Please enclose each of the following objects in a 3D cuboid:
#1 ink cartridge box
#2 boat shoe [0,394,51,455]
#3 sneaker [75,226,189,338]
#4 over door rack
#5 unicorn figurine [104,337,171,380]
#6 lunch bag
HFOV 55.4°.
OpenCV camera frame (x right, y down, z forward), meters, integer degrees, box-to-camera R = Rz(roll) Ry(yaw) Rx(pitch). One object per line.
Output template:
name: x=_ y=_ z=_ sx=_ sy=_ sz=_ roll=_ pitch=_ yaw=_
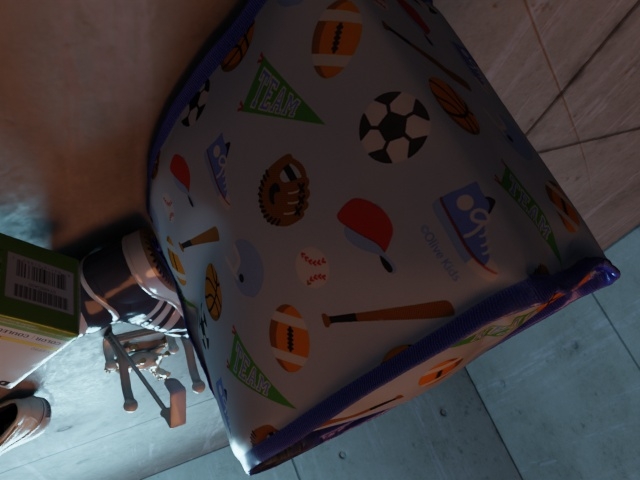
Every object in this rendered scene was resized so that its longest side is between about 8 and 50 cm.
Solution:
ink cartridge box: x=-0.395 y=0.091 z=0.608 sx=0.255 sy=0.097 sz=0.189 roll=-35 pitch=141 yaw=24
boat shoe: x=-0.603 y=0.356 z=1.062 sx=0.267 sy=0.096 sz=0.088 roll=-28 pitch=154 yaw=6
sneaker: x=-0.249 y=0.085 z=0.800 sx=0.153 sy=0.099 sz=0.282 roll=-23 pitch=155 yaw=-5
over door rack: x=-0.173 y=0.196 z=0.932 sx=0.239 sy=0.108 sz=0.324 roll=-11 pitch=-168 yaw=-33
unicorn figurine: x=-0.319 y=0.224 z=1.118 sx=0.162 sy=0.060 sz=0.111 roll=16 pitch=138 yaw=-36
lunch bag: x=0.000 y=0.000 z=0.565 sx=0.239 sy=0.328 sz=0.385 roll=0 pitch=146 yaw=-50
